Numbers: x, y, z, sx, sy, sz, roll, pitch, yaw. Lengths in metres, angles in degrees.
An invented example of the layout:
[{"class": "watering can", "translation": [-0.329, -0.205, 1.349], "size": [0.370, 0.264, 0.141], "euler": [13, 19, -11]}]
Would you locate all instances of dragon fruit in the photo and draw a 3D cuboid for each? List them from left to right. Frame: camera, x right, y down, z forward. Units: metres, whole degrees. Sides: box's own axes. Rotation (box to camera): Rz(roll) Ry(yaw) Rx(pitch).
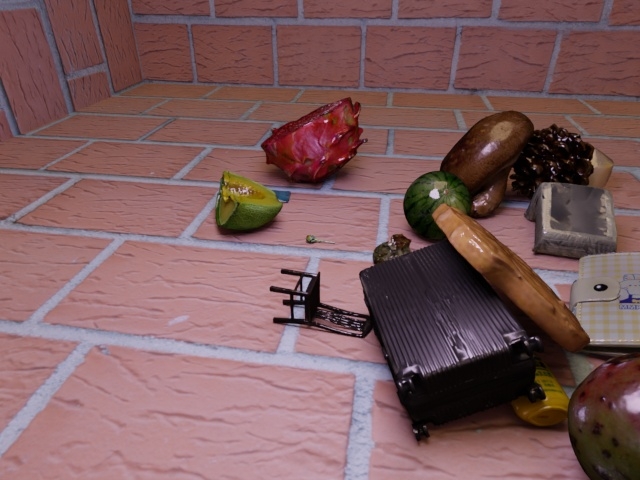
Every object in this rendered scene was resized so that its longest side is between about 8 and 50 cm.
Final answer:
[{"class": "dragon fruit", "translation": [-0.015, -0.337, 1.594], "size": [0.386, 0.249, 0.370], "euler": [-42, 22, -33]}]

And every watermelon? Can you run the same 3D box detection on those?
[{"class": "watermelon", "translation": [0.325, -0.095, 1.267], "size": [0.187, 0.215, 0.188], "euler": [1, 72, -3]}]

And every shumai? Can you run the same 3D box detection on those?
[{"class": "shumai", "translation": [0.191, 0.024, 1.155], "size": [0.123, 0.087, 0.099], "euler": [21, 38, 34]}]

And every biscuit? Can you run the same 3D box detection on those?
[{"class": "biscuit", "translation": [0.377, 0.057, 0.897], "size": [0.365, 0.062, 0.385], "euler": [41, 15, -2]}]

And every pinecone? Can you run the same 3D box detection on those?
[{"class": "pinecone", "translation": [0.745, -0.232, 1.457], "size": [0.243, 0.257, 0.243], "euler": [29, -3, 2]}]

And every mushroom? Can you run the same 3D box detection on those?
[{"class": "mushroom", "translation": [0.515, -0.264, 1.413], "size": [0.239, 0.345, 0.345], "euler": [38, 25, -19]}]

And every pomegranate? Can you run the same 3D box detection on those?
[{"class": "pomegranate", "translation": [0.492, 0.295, 0.592], "size": [0.242, 0.242, 0.306], "euler": [-19, 56, -28]}]

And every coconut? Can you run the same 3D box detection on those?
[{"class": "coconut", "translation": [0.915, -0.244, 1.541], "size": [0.147, 0.153, 0.147], "euler": [1, 28, 0]}]

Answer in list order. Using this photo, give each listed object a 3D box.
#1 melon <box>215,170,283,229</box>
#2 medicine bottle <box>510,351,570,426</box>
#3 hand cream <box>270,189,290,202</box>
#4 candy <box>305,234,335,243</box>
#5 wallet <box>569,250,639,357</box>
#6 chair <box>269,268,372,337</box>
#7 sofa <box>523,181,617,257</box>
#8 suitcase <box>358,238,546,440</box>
[{"class": "melon", "translation": [-0.215, -0.094, 1.337], "size": [0.169, 0.129, 0.265], "euler": [12, 21, -25]}, {"class": "medicine bottle", "translation": [0.366, 0.223, 0.843], "size": [0.094, 0.064, 0.261], "euler": [-6, 30, 1]}, {"class": "hand cream", "translation": [-0.215, -0.160, 1.518], "size": [0.224, 0.048, 0.083], "euler": [7, 31, 0]}, {"class": "candy", "translation": [0.000, 0.000, 1.266], "size": [0.083, 0.025, 0.023], "euler": [9, 59, -2]}, {"class": "wallet", "translation": [0.651, 0.130, 0.945], "size": [0.223, 0.077, 0.309], "euler": [0, 29, 34]}, {"class": "chair", "translation": [0.007, 0.132, 0.959], "size": [0.212, 0.102, 0.084], "euler": [7, 31, 13]}, {"class": "sofa", "translation": [0.693, -0.033, 1.261], "size": [0.210, 0.176, 0.226], "euler": [7, 60, 11]}, {"class": "suitcase", "translation": [0.216, 0.154, 0.822], "size": [0.229, 0.152, 0.335], "euler": [-19, 32, 2]}]
